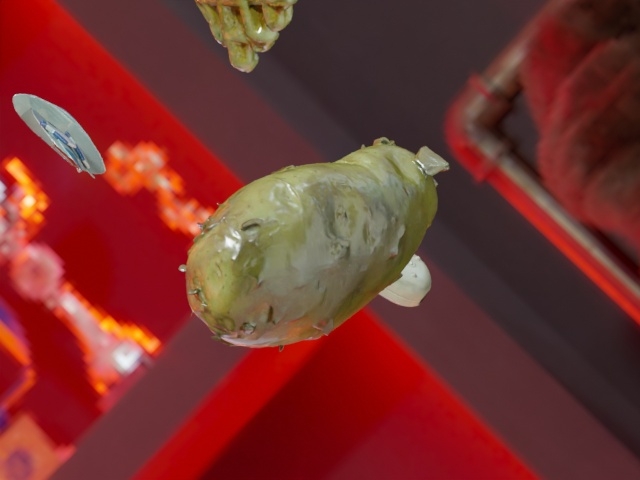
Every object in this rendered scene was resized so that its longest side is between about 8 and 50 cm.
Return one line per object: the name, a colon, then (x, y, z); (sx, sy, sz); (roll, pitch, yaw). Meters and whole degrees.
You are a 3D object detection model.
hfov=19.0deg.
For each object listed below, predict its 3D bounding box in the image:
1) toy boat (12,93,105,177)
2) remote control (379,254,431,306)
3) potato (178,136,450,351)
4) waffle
toy boat: (-0.247, -0.096, 1.749); (0.034, 0.105, 0.149); (-46, -3, 9)
remote control: (0.027, 0.000, 2.106); (0.042, 0.221, 0.078); (-57, 7, 28)
potato: (0.000, 0.000, 1.253); (0.225, 0.090, 0.117); (-26, -50, -43)
waffle: (-0.076, -0.282, 1.752); (0.054, 0.214, 0.208); (-9, -32, -37)
